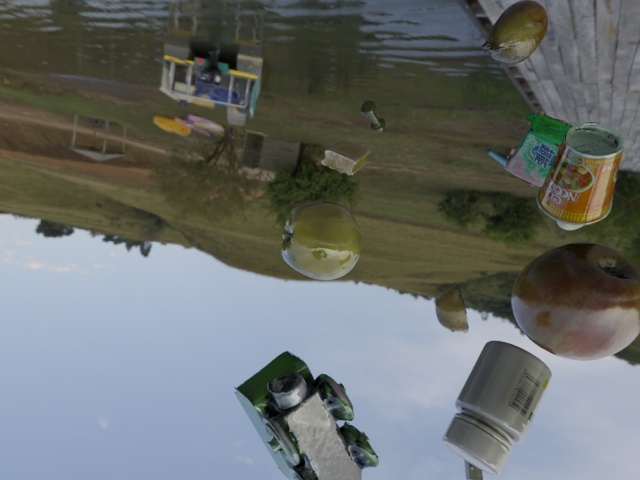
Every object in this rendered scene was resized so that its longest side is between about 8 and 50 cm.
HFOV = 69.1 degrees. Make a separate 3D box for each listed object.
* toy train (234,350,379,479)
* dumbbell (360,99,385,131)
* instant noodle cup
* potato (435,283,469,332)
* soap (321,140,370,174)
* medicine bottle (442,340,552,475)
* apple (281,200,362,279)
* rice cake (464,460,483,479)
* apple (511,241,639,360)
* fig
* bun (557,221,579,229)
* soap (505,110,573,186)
[{"bbox_3d":[-0.034,0.375,0.938,0.173,0.307,0.249,-34,-157,-25],"label":"toy train"},{"bbox_3d":[0.166,-0.389,1.462,0.046,0.052,0.118,20,170,31],"label":"dumbbell"},{"bbox_3d":[0.589,-0.154,1.040,0.169,0.185,0.168,-6,-131,7],"label":"instant noodle cup"},{"bbox_3d":[0.549,0.299,1.978,0.117,0.202,0.182,-11,-165,8],"label":"potato"},{"bbox_3d":[0.110,-0.346,1.925,0.140,0.073,0.232,26,-151,10],"label":"soap"},{"bbox_3d":[0.517,0.490,1.375,0.208,0.339,0.208,31,161,12],"label":"medicine bottle"},{"bbox_3d":[0.000,0.000,1.472,0.263,0.262,0.262,9,-171,-1],"label":"apple"},{"bbox_3d":[0.551,0.753,1.700,0.057,0.052,0.256,22,-131,-19],"label":"rice cake"},{"bbox_3d":[0.566,0.128,1.019,0.257,0.233,0.256,6,-133,-6],"label":"apple"},{"bbox_3d":[0.527,-0.565,1.302,0.274,0.170,0.145,-36,-102,-34],"label":"fig"},{"bbox_3d":[1.007,-0.135,1.795,0.128,0.222,0.222,26,-163,32],"label":"bun"},{"bbox_3d":[0.739,-0.290,1.536,0.218,0.098,0.273,26,164,12],"label":"soap"}]
